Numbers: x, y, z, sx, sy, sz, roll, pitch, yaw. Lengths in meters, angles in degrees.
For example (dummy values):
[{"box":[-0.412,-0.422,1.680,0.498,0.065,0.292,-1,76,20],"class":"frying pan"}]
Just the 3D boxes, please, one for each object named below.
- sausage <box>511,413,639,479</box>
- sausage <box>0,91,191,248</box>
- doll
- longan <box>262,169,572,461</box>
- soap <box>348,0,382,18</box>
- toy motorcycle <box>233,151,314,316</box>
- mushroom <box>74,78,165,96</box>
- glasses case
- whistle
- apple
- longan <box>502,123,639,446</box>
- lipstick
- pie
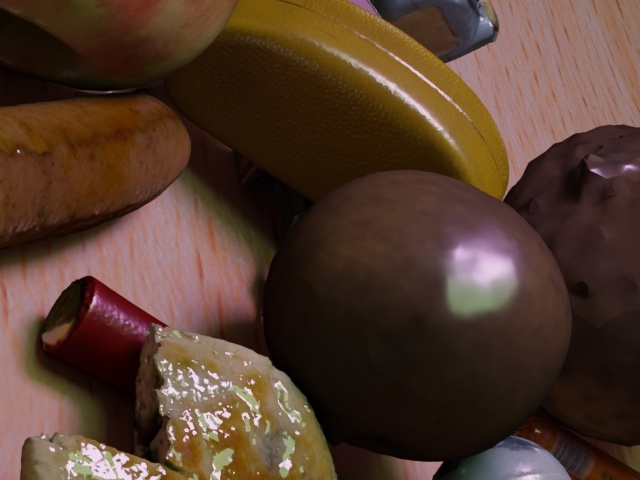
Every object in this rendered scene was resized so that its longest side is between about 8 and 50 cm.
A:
[{"box":[0.338,0.279,1.988,0.348,0.053,0.053,31,35,-29],"class":"sausage"},{"box":[-0.262,-0.059,1.508,0.136,0.123,0.501,32,23,25],"class":"sausage"},{"box":[0.127,-0.367,2.318,0.177,0.161,0.261,47,26,-47],"class":"doll"},{"box":[0.086,0.071,1.602,0.297,0.297,0.297,33,34,-27],"class":"longan"},{"box":[-0.039,-0.315,2.119,0.259,0.081,0.181,56,32,8],"class":"soap"},{"box":[0.000,0.000,1.823,0.157,0.091,0.263,17,41,-31],"class":"toy motorcycle"},{"box":[-0.145,-0.150,1.847,0.306,0.043,0.068,12,23,-45],"class":"mushroom"},{"box":[0.030,-0.135,1.776,0.371,0.173,0.141,33,39,-3],"class":"glasses case"},{"box":[0.150,0.258,1.665,0.289,0.163,0.163,15,45,-45],"class":"whistle"},{"box":[-0.217,-0.295,1.610,0.319,0.319,0.277,30,72,-31],"class":"apple"},{"box":[0.370,0.043,1.968,0.391,0.391,0.391,33,34,-27],"class":"longan"},{"box":[-0.130,0.118,1.526,0.241,0.080,0.080,33,35,-26],"class":"lipstick"},{"box":[-0.093,0.230,1.405,0.337,0.075,0.337,23,54,-36],"class":"pie"}]
